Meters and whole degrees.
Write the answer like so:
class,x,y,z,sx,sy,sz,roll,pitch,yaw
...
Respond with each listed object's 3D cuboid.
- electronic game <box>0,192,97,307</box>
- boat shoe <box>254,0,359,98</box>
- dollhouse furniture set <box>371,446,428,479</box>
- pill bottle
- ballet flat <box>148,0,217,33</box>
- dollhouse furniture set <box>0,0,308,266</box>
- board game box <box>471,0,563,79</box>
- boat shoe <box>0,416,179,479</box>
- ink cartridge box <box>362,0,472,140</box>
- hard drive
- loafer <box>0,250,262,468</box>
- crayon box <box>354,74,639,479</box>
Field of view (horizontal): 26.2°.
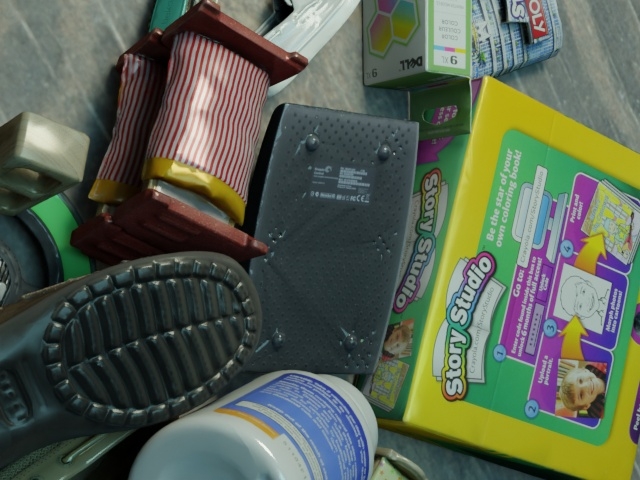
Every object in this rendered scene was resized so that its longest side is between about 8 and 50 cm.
class,x,y,z,sx,sy,sz,roll,pitch,yaw
electronic game,-0.294,0.036,1.151,0.229,0.048,0.229,2,86,-34
boat shoe,-0.022,-0.220,1.338,0.184,0.066,0.063,-50,115,-14
dollhouse furniture set,0.054,0.318,1.336,0.161,0.101,0.182,42,67,-25
pill bottle,-0.042,0.197,1.190,0.272,0.152,0.152,-16,98,-69
ballet flat,-0.116,-0.253,1.282,0.070,0.070,0.188,21,79,-31
dollhouse furniture set,-0.212,-0.123,1.119,0.374,0.152,0.201,25,61,-32
board game box,0.203,-0.281,1.485,0.194,0.060,0.194,-23,100,-31
boat shoe,-0.248,0.246,1.112,0.341,0.110,0.121,-54,144,-25
ink cartridge box,0.097,-0.208,1.383,0.062,0.109,0.209,1,88,-33
hard drive,0.000,0.000,1.315,0.172,0.054,0.254,4,99,-33
loafer,-0.223,0.092,1.093,0.366,0.130,0.134,-18,106,-23
crayon box,0.219,0.054,1.455,0.313,0.106,0.363,21,76,-30
